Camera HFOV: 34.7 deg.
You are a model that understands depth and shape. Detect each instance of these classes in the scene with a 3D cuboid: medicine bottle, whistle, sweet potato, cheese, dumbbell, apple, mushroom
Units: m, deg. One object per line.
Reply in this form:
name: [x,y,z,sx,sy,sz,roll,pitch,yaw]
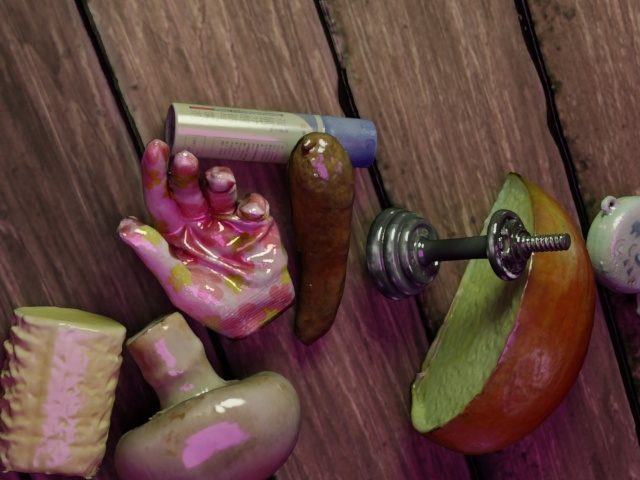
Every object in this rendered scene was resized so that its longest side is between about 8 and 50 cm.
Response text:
medicine bottle: [-0.053,-0.114,1.136,0.231,0.059,0.059,2,99,-21]
whistle: [0.422,0.040,1.333,0.126,0.067,0.258,-44,115,-14]
sweet potato: [0.000,0.000,1.148,0.075,0.075,0.273,-11,125,-18]
cheese: [-0.278,0.159,1.087,0.123,0.094,0.167,9,92,-11]
dumbbell: [0.158,0.008,1.148,0.110,0.254,0.110,9,78,-51]
apple: [0.236,0.105,1.244,0.179,0.254,0.346,24,91,19]
mushroom: [-0.137,0.196,1.098,0.209,0.206,0.206,35,86,12]

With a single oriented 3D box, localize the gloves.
gloves: [-0.122,-0.008,1.100,0.145,0.126,0.241,-25,110,5]
